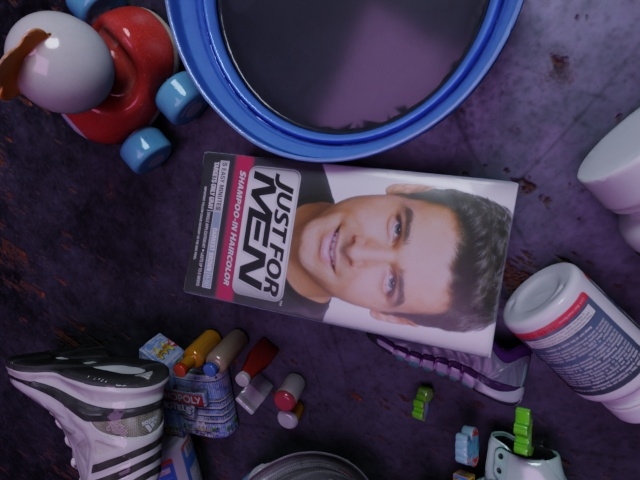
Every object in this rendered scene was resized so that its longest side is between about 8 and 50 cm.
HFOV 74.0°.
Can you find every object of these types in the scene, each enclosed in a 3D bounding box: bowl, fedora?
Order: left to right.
[{"bbox_3d":[-0.010,0.473,0.673,0.275,0.244,0.124,2,157,-18],"label":"fedora"},{"bbox_3d":[0.016,-0.284,0.459,0.390,0.077,0.392,4,104,18],"label":"bowl"}]

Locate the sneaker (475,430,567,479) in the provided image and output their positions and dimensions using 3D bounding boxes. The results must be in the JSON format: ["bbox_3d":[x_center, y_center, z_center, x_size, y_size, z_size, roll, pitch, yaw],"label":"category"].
[{"bbox_3d":[0.250,0.364,0.649,0.255,0.094,0.151,-16,78,40],"label":"sneaker"}]

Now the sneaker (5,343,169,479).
[{"bbox_3d":[-0.437,0.336,0.758,0.447,0.169,0.258,-3,87,38],"label":"sneaker"}]

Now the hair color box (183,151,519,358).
[{"bbox_3d":[0.028,0.005,0.535,0.373,0.113,0.186,9,91,17],"label":"hair color box"}]

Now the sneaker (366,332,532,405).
[{"bbox_3d":[0.180,0.139,0.597,0.223,0.083,0.098,21,91,11],"label":"sneaker"}]

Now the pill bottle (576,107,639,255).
[{"bbox_3d":[0.402,-0.010,0.395,0.283,0.161,0.161,43,118,1],"label":"pill bottle"}]

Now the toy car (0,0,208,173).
[{"bbox_3d":[-0.313,-0.206,0.542,0.210,0.238,0.219,-40,92,28],"label":"toy car"}]

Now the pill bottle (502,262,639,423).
[{"bbox_3d":[0.321,0.124,0.506,0.180,0.108,0.108,44,118,0],"label":"pill bottle"}]

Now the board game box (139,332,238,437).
[{"bbox_3d":[-0.267,0.281,0.812,0.193,0.060,0.194,2,111,20],"label":"board game box"}]

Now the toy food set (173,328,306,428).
[{"bbox_3d":[-0.123,0.241,0.717,0.232,0.104,0.111,43,118,1],"label":"toy food set"}]

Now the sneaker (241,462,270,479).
[{"bbox_3d":[-0.010,0.564,0.803,0.366,0.135,0.150,44,136,3],"label":"sneaker"}]

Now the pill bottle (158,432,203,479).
[{"bbox_3d":[-0.310,0.489,0.871,0.124,0.124,0.222,0,109,20],"label":"pill bottle"}]

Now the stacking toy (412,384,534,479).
[{"bbox_3d":[0.209,0.330,0.598,0.166,0.052,0.222,-1,82,43],"label":"stacking toy"}]
